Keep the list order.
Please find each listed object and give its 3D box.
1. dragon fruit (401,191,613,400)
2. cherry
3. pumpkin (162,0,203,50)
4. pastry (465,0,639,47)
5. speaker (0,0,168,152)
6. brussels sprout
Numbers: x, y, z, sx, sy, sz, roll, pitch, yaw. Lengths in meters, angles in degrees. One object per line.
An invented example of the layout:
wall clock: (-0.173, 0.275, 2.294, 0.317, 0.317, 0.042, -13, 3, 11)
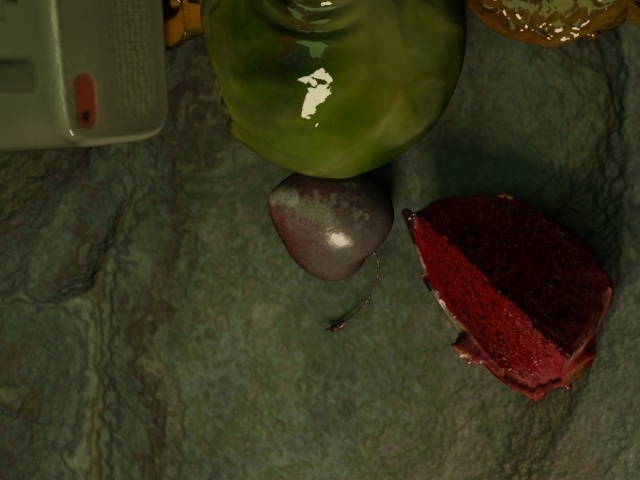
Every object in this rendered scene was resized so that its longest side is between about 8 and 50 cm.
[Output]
dragon fruit: (0.209, 0.059, 1.832, 0.274, 0.126, 0.161, 44, 150, 32)
cherry: (-0.006, -0.001, 1.909, 0.188, 0.148, 0.115, -49, 48, 32)
pumpkin: (-0.160, -0.360, 1.957, 0.163, 0.111, 0.278, 19, 113, 46)
pastry: (0.251, -0.324, 1.766, 0.235, 0.132, 0.240, -2, 102, 16)
speaker: (-0.289, -0.300, 1.913, 0.184, 0.183, 0.406, 6, 103, 48)
brussels sprout: (-0.001, -0.231, 1.799, 0.344, 0.268, 0.344, 10, 111, 28)
